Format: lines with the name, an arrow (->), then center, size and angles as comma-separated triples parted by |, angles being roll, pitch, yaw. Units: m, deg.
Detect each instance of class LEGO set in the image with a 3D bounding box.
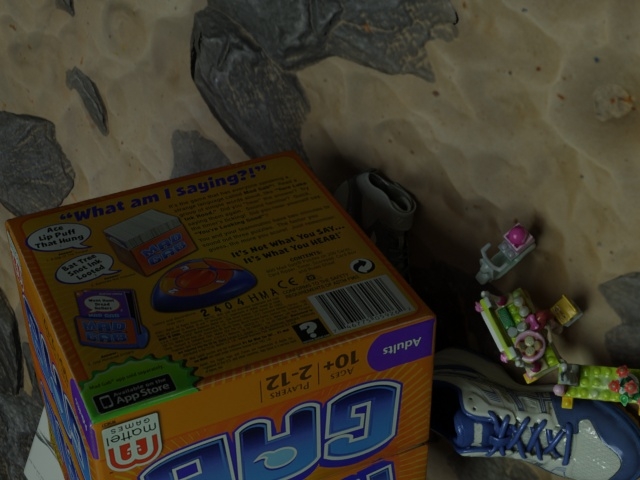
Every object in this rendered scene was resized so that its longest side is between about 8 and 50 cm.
LEGO set -> 0.258, 0.109, 1.173 | 0.287, 0.107, 0.132 | 42, 99, 27

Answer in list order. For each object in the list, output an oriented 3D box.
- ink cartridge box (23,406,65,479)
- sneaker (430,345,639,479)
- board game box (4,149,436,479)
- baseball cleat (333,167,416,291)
ink cartridge box -> -0.327, 0.282, 1.766 | 0.115, 0.198, 0.273 | 45, 131, 23
sneaker -> 0.213, 0.213, 1.268 | 0.296, 0.131, 0.112 | 14, 113, 39
board game box -> -0.116, 0.166, 1.292 | 0.356, 0.356, 0.356 | -128, 29, -47
baseball cleat -> 0.081, 0.014, 1.363 | 0.109, 0.072, 0.206 | -30, 84, 46
